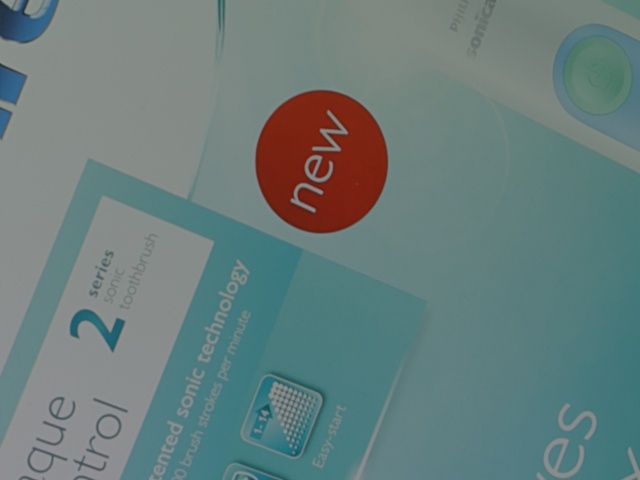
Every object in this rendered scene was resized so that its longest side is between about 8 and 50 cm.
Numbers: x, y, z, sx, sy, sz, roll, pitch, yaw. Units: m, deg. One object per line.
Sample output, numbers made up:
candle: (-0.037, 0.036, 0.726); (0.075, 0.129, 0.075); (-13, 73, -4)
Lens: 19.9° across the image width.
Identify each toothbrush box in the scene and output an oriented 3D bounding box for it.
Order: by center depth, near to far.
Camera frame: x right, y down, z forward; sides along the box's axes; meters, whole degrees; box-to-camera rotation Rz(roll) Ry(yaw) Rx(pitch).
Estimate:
toothbrush box: (0.000, 0.000, 0.460); (0.296, 0.126, 0.216); (24, 84, -21)
